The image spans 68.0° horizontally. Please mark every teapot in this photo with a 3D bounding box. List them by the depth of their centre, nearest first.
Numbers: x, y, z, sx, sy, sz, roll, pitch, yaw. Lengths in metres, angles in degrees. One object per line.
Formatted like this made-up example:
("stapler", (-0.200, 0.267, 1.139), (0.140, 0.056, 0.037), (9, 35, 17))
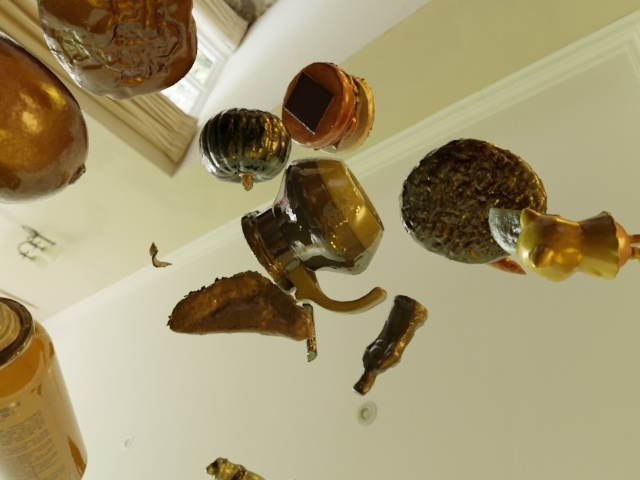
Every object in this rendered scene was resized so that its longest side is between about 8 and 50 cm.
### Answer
("teapot", (0.000, 0.000, 0.466), (0.119, 0.130, 0.165), (-32, -115, 13))

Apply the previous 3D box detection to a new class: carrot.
("carrot", (0.602, 0.066, 1.614), (0.205, 0.072, 0.072), (28, -103, 20))

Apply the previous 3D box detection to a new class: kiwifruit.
("kiwifruit", (-0.404, -0.148, 0.584), (0.196, 0.234, 0.195), (-37, -148, 27))

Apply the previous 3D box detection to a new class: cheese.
("cheese", (-0.441, 0.052, 1.293), (0.041, 0.084, 0.060), (-40, -139, -11))

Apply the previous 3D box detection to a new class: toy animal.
("toy animal", (0.518, 0.011, 0.944), (0.230, 0.156, 0.156), (2, -130, 9))
("toy animal", (-0.215, 0.666, 1.260), (0.121, 0.225, 0.094), (-54, -175, -30))

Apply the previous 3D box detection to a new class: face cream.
("face cream", (-0.324, 0.175, 0.500), (0.104, 0.105, 0.348), (-90, -169, -46))

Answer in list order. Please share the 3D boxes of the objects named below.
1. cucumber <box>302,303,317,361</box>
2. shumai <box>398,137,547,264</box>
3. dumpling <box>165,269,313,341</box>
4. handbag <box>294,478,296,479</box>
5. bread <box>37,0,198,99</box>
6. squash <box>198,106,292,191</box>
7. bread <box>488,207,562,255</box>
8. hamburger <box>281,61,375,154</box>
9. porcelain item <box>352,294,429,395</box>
("cucumber", (-0.040, 0.322, 1.706), (0.046, 0.070, 0.219), (-8, -108, 2))
("shumai", (0.459, -0.136, 1.420), (0.395, 0.395, 0.348), (-30, -174, 28))
("dumpling", (-0.175, 0.160, 1.108), (0.333, 0.086, 0.165), (5, -127, 4))
("handbag", (-0.070, 0.451, 0.806), (0.061, 0.083, 0.027), (57, -39, 43))
("bread", (-0.349, -0.385, 0.837), (0.270, 0.270, 0.148), (-39, -120, 17))
("squash", (-0.172, -0.212, 1.090), (0.218, 0.218, 0.172), (-20, -130, 39))
("bread", (0.470, -0.017, 1.124), (0.193, 0.036, 0.112), (18, -74, 60))
("hamburger", (0.030, -0.411, 1.509), (0.291, 0.225, 0.290), (4, -85, 41))
("porcelain item", (0.134, 0.215, 0.944), (0.081, 0.069, 0.215), (15, -118, 44))
